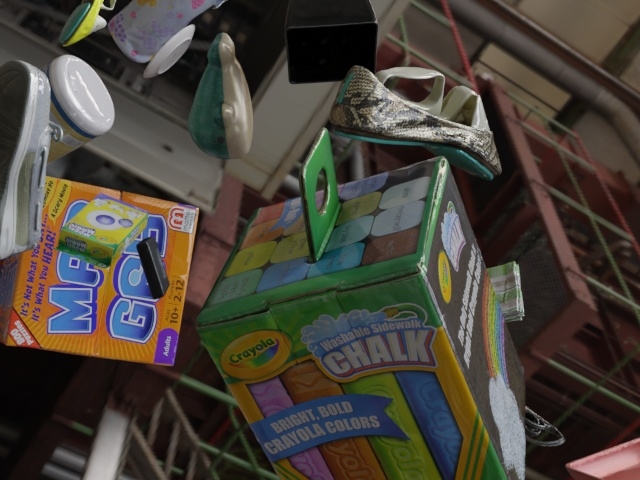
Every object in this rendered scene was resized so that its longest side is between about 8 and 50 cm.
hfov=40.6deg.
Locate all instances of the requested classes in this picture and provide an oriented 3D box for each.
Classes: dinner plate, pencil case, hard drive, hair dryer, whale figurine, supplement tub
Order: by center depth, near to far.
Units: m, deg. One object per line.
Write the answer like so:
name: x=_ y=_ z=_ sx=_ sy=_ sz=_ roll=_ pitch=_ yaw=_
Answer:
hair dryer: x=0.257 y=0.259 z=1.430 sx=0.080 sy=0.224 sz=0.293 roll=-56 pitch=-170 yaw=5
hard drive: x=-0.278 y=0.043 z=1.444 sx=0.135 sy=0.022 sz=0.094 roll=-149 pitch=-137 yaw=-82
supplement tub: x=-0.468 y=-0.208 z=1.466 sx=0.200 sy=0.144 sz=0.144 roll=-25 pitch=-150 yaw=17
dinner plate: x=-0.289 y=-0.362 z=1.681 sx=0.141 sy=0.017 sz=0.141 roll=-47 pitch=-176 yaw=4
pencil case: x=-0.310 y=-0.484 z=1.797 sx=0.273 sy=0.124 sz=0.113 roll=-31 pitch=-121 yaw=22
whale figurine: x=-0.228 y=-0.310 z=1.902 sx=0.216 sy=0.141 sz=0.272 roll=-91 pitch=176 yaw=-60

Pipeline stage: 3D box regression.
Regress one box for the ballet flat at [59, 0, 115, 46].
ballet flat: x=-0.516 y=-0.531 z=1.977 sx=0.077 sy=0.077 sz=0.230 roll=5 pitch=-109 yaw=47

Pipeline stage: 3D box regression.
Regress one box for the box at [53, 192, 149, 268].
box: x=-0.392 y=-0.017 z=1.553 sx=0.179 sy=0.105 sz=0.043 roll=-65 pitch=175 yaw=-58

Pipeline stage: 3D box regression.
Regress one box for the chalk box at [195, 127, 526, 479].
chalk box: x=0.032 y=0.059 z=0.676 sx=0.179 sy=0.288 sz=0.180 roll=-16 pitch=-156 yaw=21

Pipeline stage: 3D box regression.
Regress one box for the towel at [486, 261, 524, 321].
towel: x=0.286 y=0.090 z=1.476 sx=0.113 sy=0.023 sz=0.152 roll=-11 pitch=-149 yaw=16

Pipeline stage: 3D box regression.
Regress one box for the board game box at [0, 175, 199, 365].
board game box: x=-0.525 y=0.077 z=1.970 sx=0.356 sy=0.356 sz=0.356 roll=-7 pitch=-106 yaw=63

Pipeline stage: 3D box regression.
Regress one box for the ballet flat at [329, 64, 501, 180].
ballet flat: x=0.229 y=-0.251 z=1.772 sx=0.164 sy=0.483 sz=0.182 roll=25 pitch=-79 yaw=50

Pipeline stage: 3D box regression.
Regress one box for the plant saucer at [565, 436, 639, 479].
plant saucer: x=0.565 y=0.389 z=1.367 sx=0.258 sy=0.259 sz=0.047 roll=10 pitch=-80 yaw=49

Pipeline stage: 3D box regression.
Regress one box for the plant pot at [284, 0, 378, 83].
plant pot: x=0.017 y=-0.457 z=1.829 sx=0.187 sy=0.188 sz=0.166 roll=87 pitch=-2 yaw=-63

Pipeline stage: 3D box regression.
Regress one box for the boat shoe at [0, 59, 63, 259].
boat shoe: x=-0.456 y=-0.118 z=1.309 sx=0.103 sy=0.118 sz=0.320 roll=-16 pitch=128 yaw=-51
